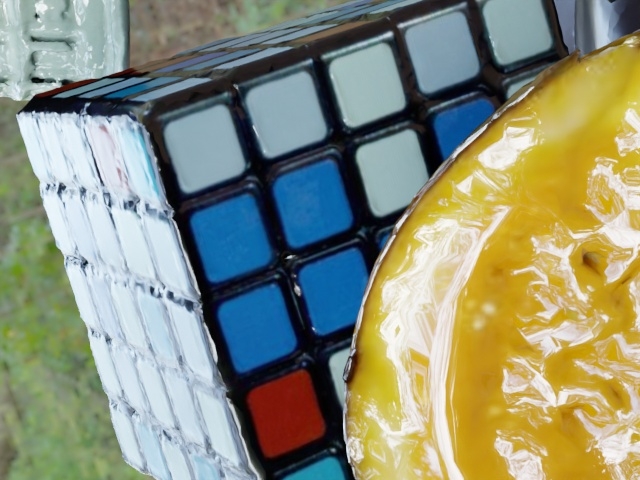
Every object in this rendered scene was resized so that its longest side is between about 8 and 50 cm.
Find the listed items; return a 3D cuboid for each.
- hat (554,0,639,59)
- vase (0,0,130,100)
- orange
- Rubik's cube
[{"bbox_3d":[0.195,-0.073,0.760,0.238,0.336,0.209,36,-148,-3],"label":"hat"},{"bbox_3d":[-0.247,-0.115,0.763,0.143,0.298,0.143,173,90,-75],"label":"vase"},{"bbox_3d":[0.172,0.040,0.496,0.274,0.310,0.274,54,158,34],"label":"orange"},{"bbox_3d":[0.000,0.000,0.690,0.187,0.182,0.184,12,120,64],"label":"Rubik's cube"}]
